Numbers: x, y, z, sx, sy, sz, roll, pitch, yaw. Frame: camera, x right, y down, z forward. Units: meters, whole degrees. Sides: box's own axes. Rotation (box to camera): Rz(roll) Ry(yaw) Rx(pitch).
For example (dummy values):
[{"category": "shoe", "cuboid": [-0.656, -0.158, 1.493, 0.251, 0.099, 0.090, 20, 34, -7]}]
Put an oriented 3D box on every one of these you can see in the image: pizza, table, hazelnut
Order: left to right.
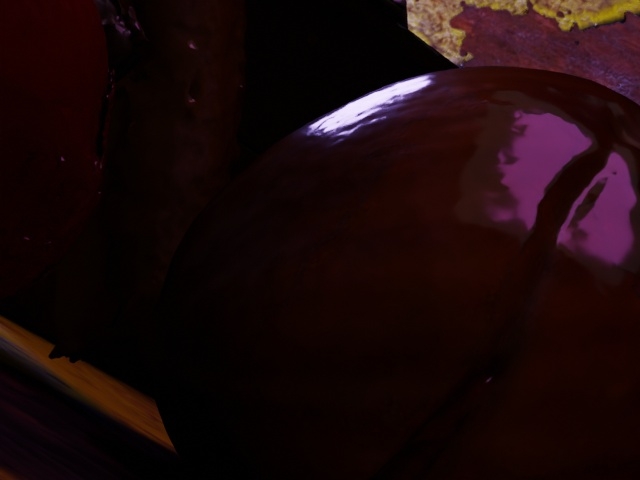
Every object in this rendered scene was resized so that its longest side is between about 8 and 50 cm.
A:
[{"category": "pizza", "cuboid": [-0.131, -0.108, 0.611, 0.288, 0.251, 0.074, 18, 8, 37]}, {"category": "table", "cuboid": [-0.058, -0.033, 0.784, 0.169, 0.193, 0.172, 33, -3, -27]}, {"category": "hazelnut", "cuboid": [0.040, 0.027, 0.508, 0.182, 0.182, 0.182, 31, -3, 2]}]

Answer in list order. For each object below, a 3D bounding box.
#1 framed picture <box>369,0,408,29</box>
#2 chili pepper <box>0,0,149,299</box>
[{"category": "framed picture", "cuboid": [-0.071, -0.161, 0.835, 0.273, 0.016, 0.216, 30, -3, 5]}, {"category": "chili pepper", "cuboid": [-0.114, -0.039, 0.294, 0.110, 0.110, 0.387, 30, 2, 12]}]
